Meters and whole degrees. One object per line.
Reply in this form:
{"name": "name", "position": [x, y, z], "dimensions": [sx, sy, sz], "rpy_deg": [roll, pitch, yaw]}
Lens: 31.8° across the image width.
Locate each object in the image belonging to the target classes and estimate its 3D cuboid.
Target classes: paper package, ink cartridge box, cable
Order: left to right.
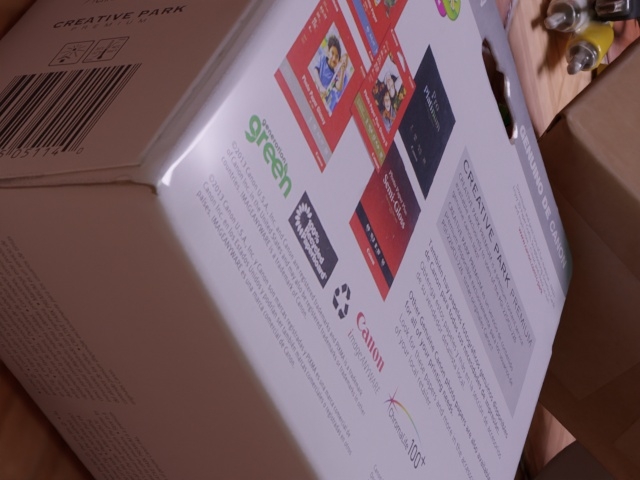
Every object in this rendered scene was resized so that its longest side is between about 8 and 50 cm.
{"name": "ink cartridge box", "position": [0.000, 0.000, 0.520], "dimensions": [0.272, 0.130, 0.309], "rpy_deg": [-62, 140, -39]}
{"name": "cable", "position": [0.273, -0.238, 1.038], "dimensions": [0.287, 0.072, 0.140], "rpy_deg": [-28, 113, -59]}
{"name": "paper package", "position": [0.279, 0.029, 0.779], "dimensions": [0.325, 0.168, 0.309], "rpy_deg": [45, 41, 7]}

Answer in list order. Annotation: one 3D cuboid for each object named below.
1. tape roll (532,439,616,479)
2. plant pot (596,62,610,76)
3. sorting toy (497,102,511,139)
{"name": "tape roll", "position": [0.287, 0.283, 0.895], "dimensions": [0.169, 0.246, 0.246], "rpy_deg": [58, 44, -43]}
{"name": "plant pot", "position": [0.311, -0.120, 1.091], "dimensions": [0.081, 0.081, 0.083], "rpy_deg": [7, 95, -59]}
{"name": "sorting toy", "position": [0.149, -0.069, 0.881], "dimensions": [0.062, 0.012, 0.083], "rpy_deg": [-22, 113, -53]}
